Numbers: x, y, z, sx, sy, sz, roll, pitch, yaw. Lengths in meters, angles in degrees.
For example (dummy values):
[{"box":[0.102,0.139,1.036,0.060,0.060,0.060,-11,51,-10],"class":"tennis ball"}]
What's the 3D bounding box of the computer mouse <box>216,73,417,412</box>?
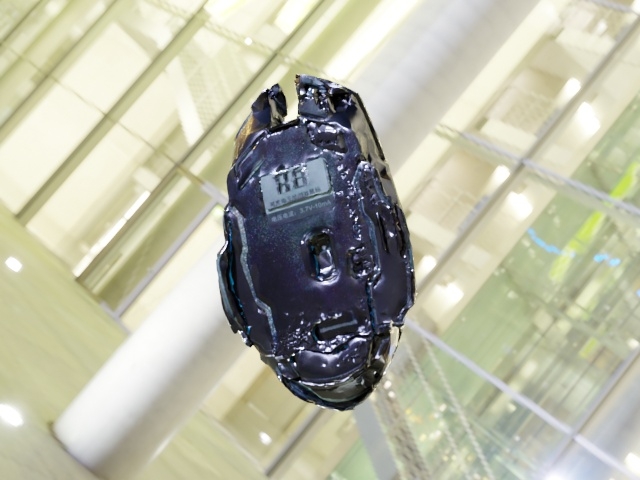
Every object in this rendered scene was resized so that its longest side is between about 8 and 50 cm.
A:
[{"box":[0.000,0.000,0.662,0.077,0.147,0.241,18,60,-66],"class":"computer mouse"}]
